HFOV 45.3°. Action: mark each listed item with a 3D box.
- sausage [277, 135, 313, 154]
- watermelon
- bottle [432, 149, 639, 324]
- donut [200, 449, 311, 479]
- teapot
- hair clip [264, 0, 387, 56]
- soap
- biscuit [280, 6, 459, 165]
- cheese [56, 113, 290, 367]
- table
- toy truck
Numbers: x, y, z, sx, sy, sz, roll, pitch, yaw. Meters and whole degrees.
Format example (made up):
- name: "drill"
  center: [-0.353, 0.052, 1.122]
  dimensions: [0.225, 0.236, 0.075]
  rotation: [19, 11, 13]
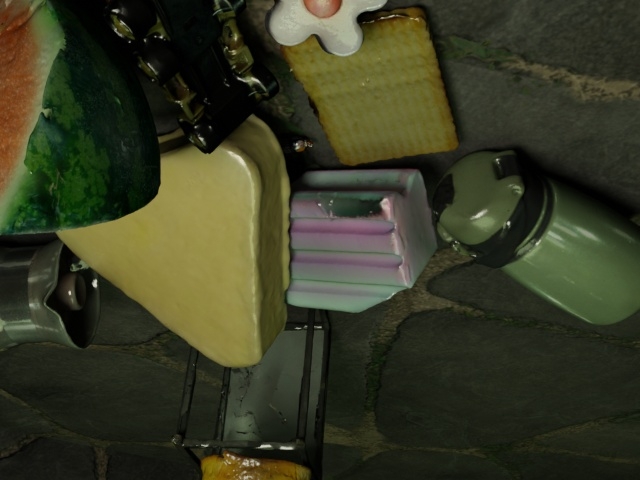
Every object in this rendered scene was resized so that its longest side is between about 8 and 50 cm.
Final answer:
- name: "sausage"
  center: [-0.104, -0.122, 1.079]
  dimensions: [0.198, 0.025, 0.028]
  rotation: [-7, 103, 19]
- name: "watermelon"
  center: [-0.279, -0.158, 0.777]
  dimensions: [0.292, 0.222, 0.319]
  rotation: [14, -160, 33]
- name: "bottle"
  center: [0.318, -0.009, 1.101]
  dimensions: [0.347, 0.168, 0.168]
  rotation: [26, 143, -25]
- name: "donut"
  center: [-0.110, 0.411, 1.276]
  dimensions: [0.190, 0.074, 0.174]
  rotation: [11, 147, -13]
- name: "teapot"
  center: [-0.570, 0.101, 1.324]
  dimensions: [0.344, 0.253, 0.300]
  rotation: [-4, -178, 3]
- name: "hair clip"
  center: [-0.025, -0.291, 0.753]
  dimensions: [0.146, 0.075, 0.257]
  rotation: [-8, 143, 28]
- name: "soap"
  center: [0.000, 0.000, 1.119]
  dimensions: [0.324, 0.109, 0.192]
  rotation: [1, 120, 32]
- name: "biscuit"
  center: [0.069, -0.184, 0.956]
  dimensions: [0.172, 0.029, 0.254]
  rotation: [-6, 148, 17]
- name: "cheese"
  center: [-0.167, -0.025, 1.057]
  dimensions: [0.384, 0.104, 0.383]
  rotation: [13, 127, 19]
- name: "table"
  center: [-0.108, 0.249, 1.405]
  dimensions: [0.222, 0.335, 0.272]
  rotation: [0, 148, 6]
- name: "toy truck"
  center: [-0.149, -0.214, 0.830]
  dimensions: [0.127, 0.127, 0.257]
  rotation: [32, 163, 34]
